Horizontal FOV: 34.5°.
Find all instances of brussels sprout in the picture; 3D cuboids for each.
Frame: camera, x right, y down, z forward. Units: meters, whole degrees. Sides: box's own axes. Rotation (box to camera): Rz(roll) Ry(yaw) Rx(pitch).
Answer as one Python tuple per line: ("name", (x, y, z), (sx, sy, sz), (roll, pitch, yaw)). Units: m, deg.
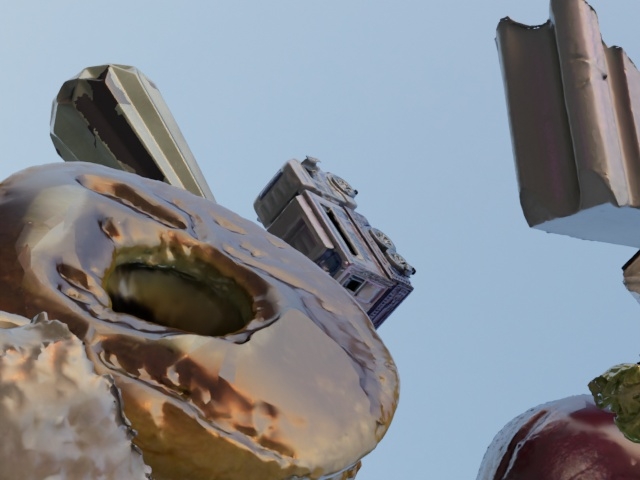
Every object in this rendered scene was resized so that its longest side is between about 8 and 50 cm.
("brussels sprout", (0.288, 0.132, 0.900), (0.058, 0.085, 0.085), (-61, -141, 45))

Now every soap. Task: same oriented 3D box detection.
("soap", (0.375, -0.146, 1.329), (0.159, 0.257, 0.302), (-29, -121, 53))

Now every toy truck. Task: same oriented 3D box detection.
("toy truck", (0.000, 0.000, 1.387), (0.124, 0.155, 0.268), (-49, -136, 17))

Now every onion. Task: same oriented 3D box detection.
("onion", (0.306, 0.309, 1.092), (0.260, 0.281, 0.337), (109, -28, -51))

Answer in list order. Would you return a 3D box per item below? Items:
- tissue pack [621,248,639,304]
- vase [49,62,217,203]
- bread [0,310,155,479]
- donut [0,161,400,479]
("tissue pack", (0.541, 0.120, 1.185), (0.210, 0.370, 0.198), (-48, -156, -4))
("vase", (-0.218, -0.070, 1.365), (0.165, 0.165, 0.360), (-47, -111, 25))
("bread", (-0.140, 0.205, 0.456), (0.102, 0.183, 0.338), (0, -68, 51))
("donut", (-0.116, 0.083, 0.716), (0.330, 0.330, 0.160), (47, -62, 43))
